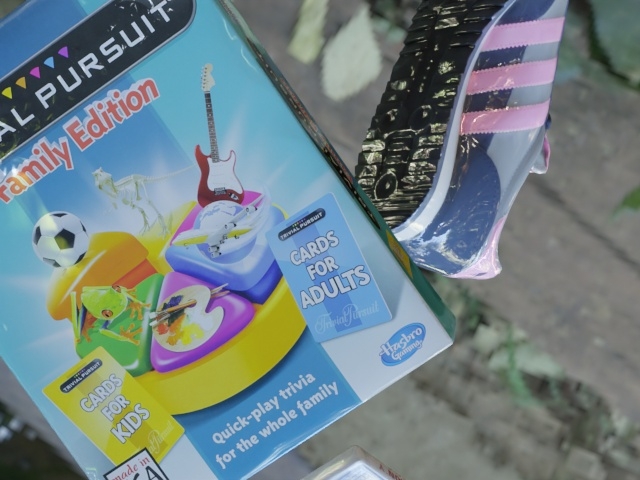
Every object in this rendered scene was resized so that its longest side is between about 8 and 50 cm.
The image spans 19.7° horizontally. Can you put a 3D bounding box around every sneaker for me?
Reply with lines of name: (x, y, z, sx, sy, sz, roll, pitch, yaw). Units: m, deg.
sneaker: (0.133, -0.120, 1.398, 0.131, 0.319, 0.112, 36, 164, -37)

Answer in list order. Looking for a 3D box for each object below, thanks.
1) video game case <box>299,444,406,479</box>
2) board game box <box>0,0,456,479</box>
video game case: (0.009, 0.276, 1.643, 0.201, 0.023, 0.183, -35, 131, 19)
board game box: (-0.109, -0.006, 1.216, 0.254, 0.079, 0.336, -35, 96, 10)
